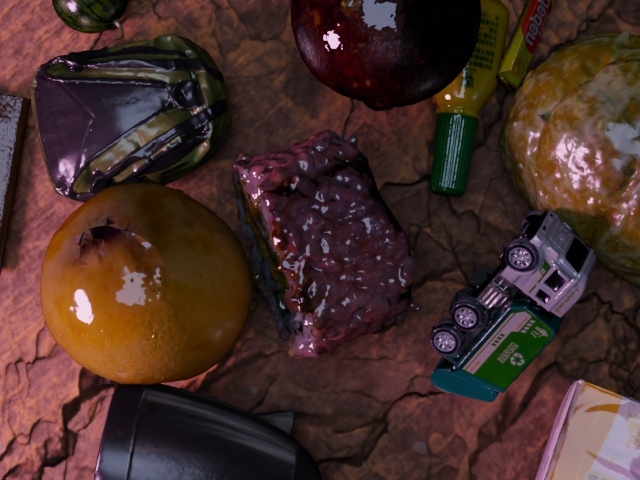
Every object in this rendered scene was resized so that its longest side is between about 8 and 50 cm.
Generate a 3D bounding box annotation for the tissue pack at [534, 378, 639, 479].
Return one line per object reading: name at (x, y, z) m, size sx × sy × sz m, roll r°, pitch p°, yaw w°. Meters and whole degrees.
tissue pack at (0.319, 0.288, 1.628) m, size 0.124 × 0.185 × 0.225 m, roll 19°, pitch 87°, yaw 8°

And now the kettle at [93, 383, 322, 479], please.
kettle at (-0.132, 0.298, 1.664) m, size 0.271 × 0.251 × 0.207 m, roll 9°, pitch 115°, yaw -1°

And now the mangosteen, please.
mangosteen at (0.075, -0.242, 1.658) m, size 0.231 × 0.289 × 0.231 m, roll 3°, pitch 53°, yaw -3°

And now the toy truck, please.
toy truck at (0.224, 0.084, 1.655) m, size 0.124 × 0.114 × 0.253 m, roll 40°, pitch 122°, yaw 0°

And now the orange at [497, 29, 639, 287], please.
orange at (0.394, -0.097, 1.649) m, size 0.369 × 0.210 × 0.271 m, roll 39°, pitch 92°, yaw 11°

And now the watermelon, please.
watermelon at (-0.301, -0.319, 1.808) m, size 0.109 × 0.109 × 0.109 m, roll -1°, pitch 84°, yaw 7°

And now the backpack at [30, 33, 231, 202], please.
backpack at (-0.244, -0.161, 1.763) m, size 0.253 × 0.140 × 0.207 m, roll -16°, pitch 85°, yaw 9°

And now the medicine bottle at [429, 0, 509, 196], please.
medicine bottle at (0.179, -0.186, 1.752) m, size 0.095 × 0.064 × 0.260 m, roll 9°, pitch 85°, yaw -9°

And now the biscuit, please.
biscuit at (0.291, -0.326, 1.760) m, size 0.026 × 0.048 × 0.292 m, roll 17°, pitch 82°, yaw 45°

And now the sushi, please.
sushi at (0.000, 0.000, 1.678) m, size 0.171 × 0.236 × 0.270 m, roll -21°, pitch 90°, yaw -14°

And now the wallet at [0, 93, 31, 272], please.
wallet at (-0.470, -0.079, 1.834) m, size 0.133 × 0.039 × 0.243 m, roll 8°, pitch 85°, yaw 9°

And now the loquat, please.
loquat at (-0.214, 0.057, 1.680) m, size 0.263 × 0.263 × 0.263 m, roll -1°, pitch 84°, yaw 7°
